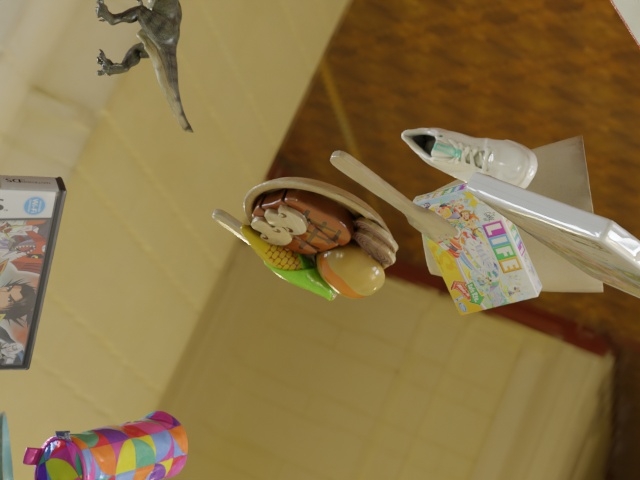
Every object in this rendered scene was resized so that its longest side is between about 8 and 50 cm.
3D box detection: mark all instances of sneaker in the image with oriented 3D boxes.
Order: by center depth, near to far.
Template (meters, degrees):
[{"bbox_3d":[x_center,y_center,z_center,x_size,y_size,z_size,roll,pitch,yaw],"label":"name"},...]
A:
[{"bbox_3d":[0.199,-0.115,2.086,0.094,0.080,0.212,17,180,-44],"label":"sneaker"}]

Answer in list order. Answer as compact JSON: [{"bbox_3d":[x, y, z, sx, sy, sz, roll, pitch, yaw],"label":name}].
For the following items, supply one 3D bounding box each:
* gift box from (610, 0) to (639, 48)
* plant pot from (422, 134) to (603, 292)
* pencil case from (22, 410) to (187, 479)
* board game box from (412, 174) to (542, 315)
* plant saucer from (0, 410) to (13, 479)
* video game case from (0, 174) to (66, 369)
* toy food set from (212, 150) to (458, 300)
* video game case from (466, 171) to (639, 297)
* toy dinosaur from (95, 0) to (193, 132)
[{"bbox_3d":[0.446,-0.252,1.427,0.276,0.258,0.255,-44,74,40],"label":"gift box"},{"bbox_3d":[0.306,-0.027,2.448,0.274,0.256,0.256,-7,158,10],"label":"plant pot"},{"bbox_3d":[-0.280,0.289,2.017,0.104,0.104,0.236,15,-171,32],"label":"pencil case"},{"bbox_3d":[0.183,0.007,1.774,0.103,0.026,0.154,-17,109,29],"label":"board game box"},{"bbox_3d":[-0.391,0.366,1.819,0.044,0.317,0.317,-3,169,-10],"label":"plant saucer"},{"bbox_3d":[-0.445,0.041,1.776,0.248,0.274,0.035,1,-146,-25],"label":"video game case"},{"bbox_3d":[0.000,0.000,1.151,0.132,0.038,0.192,34,150,-21],"label":"toy food set"},{"bbox_3d":[0.192,0.007,1.033,0.143,0.019,0.157,32,177,-31],"label":"video game case"},{"bbox_3d":[-0.229,-0.261,1.940,0.118,0.268,0.064,1,152,-14],"label":"toy dinosaur"}]
